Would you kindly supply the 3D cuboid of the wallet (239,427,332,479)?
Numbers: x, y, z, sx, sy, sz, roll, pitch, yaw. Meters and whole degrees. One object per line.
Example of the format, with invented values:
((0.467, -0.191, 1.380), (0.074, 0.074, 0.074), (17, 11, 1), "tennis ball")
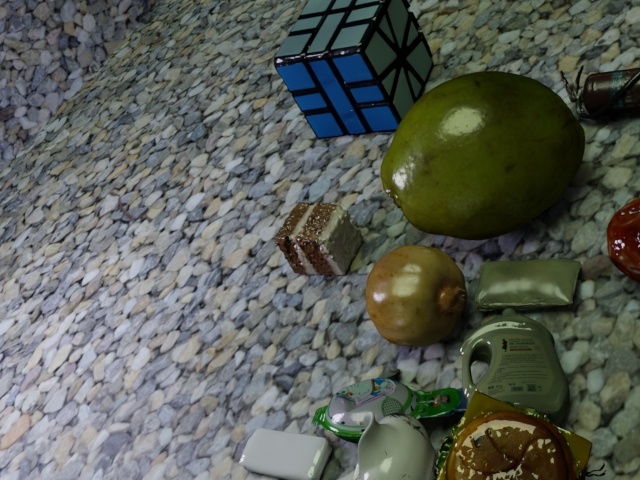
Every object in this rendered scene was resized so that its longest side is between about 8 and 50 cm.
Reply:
((-0.069, 0.412, 1.800), (0.190, 0.033, 0.095), (2, 48, 36), "wallet")

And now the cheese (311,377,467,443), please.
((0.141, 0.303, 1.705), (0.320, 0.083, 0.204), (-11, 14, 13), "cheese")

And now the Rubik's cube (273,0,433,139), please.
((0.092, -0.464, 2.419), (0.283, 0.288, 0.294), (-4, 44, 34), "Rubik's cube")

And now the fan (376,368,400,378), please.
((0.117, 0.268, 1.816), (0.083, 0.004, 0.056), (-25, 1, 3), "fan")

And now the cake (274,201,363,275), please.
((0.000, 0.000, 2.113), (0.147, 0.135, 0.135), (10, 55, 36), "cake")

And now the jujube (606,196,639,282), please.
((0.634, -0.010, 1.639), (0.250, 0.174, 0.174), (-6, 45, 25), "jujube")

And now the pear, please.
((0.328, -0.182, 1.924), (0.413, 0.352, 0.352), (-25, 38, -4), "pear")

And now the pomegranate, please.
((0.186, 0.108, 1.822), (0.207, 0.207, 0.207), (-20, 40, 17), "pomegranate")

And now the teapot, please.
((0.093, 0.394, 1.536), (0.300, 0.165, 0.208), (121, 163, -45), "teapot")

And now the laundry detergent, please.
((0.337, 0.220, 1.646), (0.181, 0.091, 0.253), (-4, 43, 8), "laundry detergent")

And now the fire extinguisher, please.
((0.677, -0.335, 1.992), (0.341, 0.105, 0.142), (0, 81, 34), "fire extinguisher")

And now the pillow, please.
((0.393, 0.084, 1.802), (0.208, 0.053, 0.119), (-3, 49, 29), "pillow")

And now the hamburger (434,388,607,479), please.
((0.303, 0.373, 1.470), (0.261, 0.139, 0.243), (25, 80, 23), "hamburger")
